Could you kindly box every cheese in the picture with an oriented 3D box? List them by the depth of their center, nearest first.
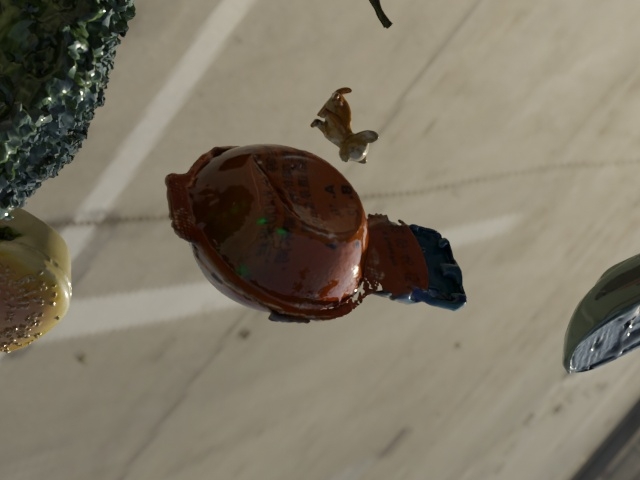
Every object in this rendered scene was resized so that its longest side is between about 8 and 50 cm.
[{"bbox_3d":[0.000,0.000,1.562,0.329,0.217,0.129,13,135,-32],"label":"cheese"}]

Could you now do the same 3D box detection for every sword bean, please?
[{"bbox_3d":[0.045,-0.240,1.572,0.012,0.083,0.012,-31,177,-2],"label":"sword bean"}]

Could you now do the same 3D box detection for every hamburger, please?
[{"bbox_3d":[-0.371,0.048,1.818,0.210,0.173,0.116,-38,-159,41],"label":"hamburger"}]

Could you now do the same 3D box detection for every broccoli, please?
[{"bbox_3d":[-0.331,-0.132,1.357,0.375,0.302,0.249,-56,169,-18],"label":"broccoli"}]

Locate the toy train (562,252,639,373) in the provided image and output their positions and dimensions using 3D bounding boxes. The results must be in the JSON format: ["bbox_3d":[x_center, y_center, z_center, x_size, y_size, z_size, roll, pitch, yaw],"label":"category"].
[{"bbox_3d":[0.415,0.043,1.912,0.407,0.088,0.086,-22,137,-29],"label":"toy train"}]

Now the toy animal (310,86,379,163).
[{"bbox_3d":[0.035,-0.131,1.920,0.060,0.083,0.081,-44,-170,52],"label":"toy animal"}]
